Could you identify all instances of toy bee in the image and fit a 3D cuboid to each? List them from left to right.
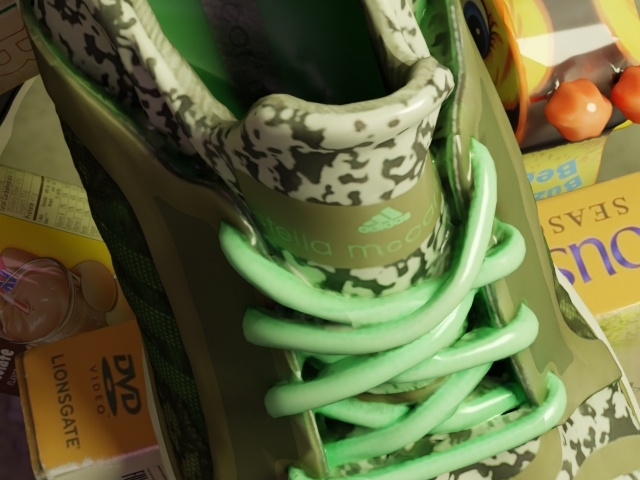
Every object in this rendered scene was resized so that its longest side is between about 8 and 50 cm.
[{"bbox_3d":[0.068,-0.059,0.571,0.195,0.162,0.298,-30,134,2],"label":"toy bee"}]

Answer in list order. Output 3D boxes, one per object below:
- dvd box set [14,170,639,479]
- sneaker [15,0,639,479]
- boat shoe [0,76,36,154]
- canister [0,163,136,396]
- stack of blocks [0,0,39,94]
[{"bbox_3d":[0.113,0.078,0.637,0.420,0.062,0.307,-16,149,-1],"label":"dvd box set"},{"bbox_3d":[0.000,0.000,0.394,0.158,0.182,0.410,-25,97,0],"label":"sneaker"},{"bbox_3d":[-0.144,-0.085,0.640,0.042,0.049,0.133,23,109,-23],"label":"boat shoe"},{"bbox_3d":[-0.155,0.015,0.642,0.170,0.073,0.126,16,142,-16],"label":"canister"},{"bbox_3d":[-0.224,-0.109,0.551,0.297,0.171,0.087,-27,154,3],"label":"stack of blocks"}]
